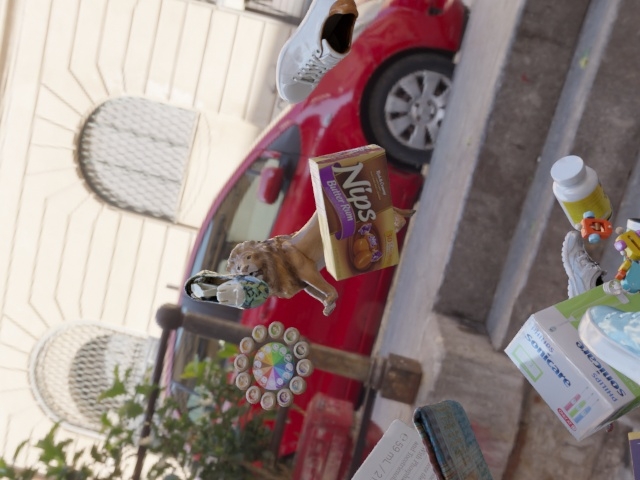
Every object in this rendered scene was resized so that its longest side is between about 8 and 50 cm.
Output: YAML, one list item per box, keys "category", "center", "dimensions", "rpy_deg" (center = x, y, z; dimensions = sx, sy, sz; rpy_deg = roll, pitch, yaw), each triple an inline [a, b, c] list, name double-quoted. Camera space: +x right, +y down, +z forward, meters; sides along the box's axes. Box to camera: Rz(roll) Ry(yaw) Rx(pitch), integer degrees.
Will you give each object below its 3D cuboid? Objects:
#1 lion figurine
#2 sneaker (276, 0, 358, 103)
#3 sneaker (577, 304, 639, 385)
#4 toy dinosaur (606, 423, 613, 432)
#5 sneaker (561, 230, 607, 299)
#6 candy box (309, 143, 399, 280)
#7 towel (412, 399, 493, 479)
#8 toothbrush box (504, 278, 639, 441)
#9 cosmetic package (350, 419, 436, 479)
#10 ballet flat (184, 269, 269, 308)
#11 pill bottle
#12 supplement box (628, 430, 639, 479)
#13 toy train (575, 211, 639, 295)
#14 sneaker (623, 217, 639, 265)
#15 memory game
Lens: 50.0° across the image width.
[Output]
- category: "lion figurine"
  center: [0.000, 0.000, 1.505]
  dimensions: [0.392, 0.240, 0.142]
  rpy_deg: [-44, -14, -11]
- category: "sneaker"
  center: [-0.010, -0.389, 1.444]
  dimensions: [0.290, 0.105, 0.123]
  rpy_deg: [-60, 39, 39]
- category: "sneaker"
  center: [0.492, 0.136, 0.940]
  dimensions: [0.366, 0.135, 0.150]
  rpy_deg: [-123, 52, -73]
- category: "toy dinosaur"
  center: [0.767, 0.487, 1.869]
  dimensions: [0.090, 0.082, 0.047]
  rpy_deg: [108, -172, -48]
- category: "sneaker"
  center: [0.808, 0.096, 2.077]
  dimensions: [0.105, 0.115, 0.281]
  rpy_deg: [35, -133, -47]
- category: "candy box"
  center: [0.053, -0.043, 1.049]
  dimensions: [0.053, 0.109, 0.187]
  rpy_deg: [-135, 33, -65]
- category: "towel"
  center: [0.257, 0.421, 1.233]
  dimensions: [0.370, 0.040, 0.272]
  rpy_deg: [27, -141, -67]
- category: "toothbrush box"
  center: [0.521, 0.206, 1.260]
  dimensions: [0.206, 0.283, 0.122]
  rpy_deg: [54, 142, 29]
- category: "cosmetic package"
  center: [0.210, 0.690, 1.515]
  dimensions: [0.329, 0.393, 0.327]
  rpy_deg: [-42, -23, -42]
- category: "ballet flat"
  center: [-0.177, 0.093, 1.240]
  dimensions: [0.070, 0.188, 0.070]
  rpy_deg: [-1, -89, -49]
- category: "pill bottle"
  center: [0.610, -0.111, 1.611]
  dimensions: [0.184, 0.103, 0.103]
  rpy_deg: [47, -136, -36]
- category: "supplement box"
  center: [0.806, 0.527, 1.511]
  dimensions: [0.129, 0.191, 0.194]
  rpy_deg: [50, -144, -29]
- category: "toy train"
  center: [0.515, 0.030, 1.209]
  dimensions: [0.046, 0.125, 0.166]
  rpy_deg: [103, 165, -59]
- category: "sneaker"
  center: [0.853, 0.059, 1.705]
  dimensions: [0.295, 0.123, 0.179]
  rpy_deg: [-124, 39, -72]
- category: "memory game"
  center: [-0.102, 0.262, 1.444]
  dimensions: [0.012, 0.186, 0.186]
  rpy_deg: [30, -107, -63]
